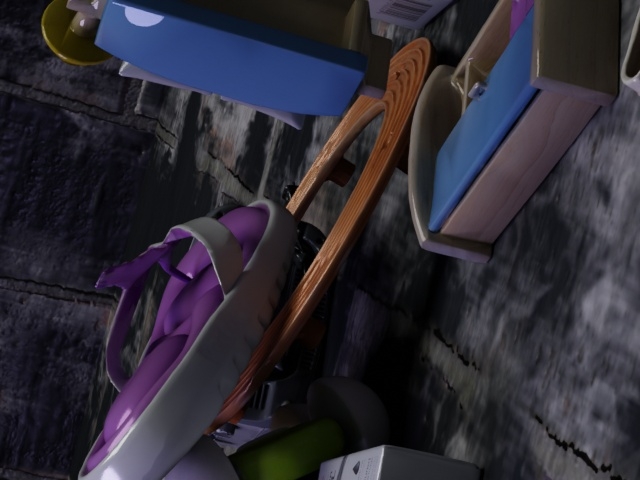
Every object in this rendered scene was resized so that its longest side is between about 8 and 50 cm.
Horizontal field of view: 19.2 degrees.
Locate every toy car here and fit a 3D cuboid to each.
[{"bbox_3d":[-0.027,0.184,1.298,0.136,0.159,0.182,64,154,9],"label":"toy car"}]

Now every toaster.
[{"bbox_3d":[-0.070,0.072,1.618,0.146,0.129,0.227,123,159,-65],"label":"toaster"}]

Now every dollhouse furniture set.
[{"bbox_3d":[-0.001,-0.164,1.115,0.198,0.303,0.286,123,158,-56],"label":"dollhouse furniture set"}]

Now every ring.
[{"bbox_3d":[0.000,0.000,1.399,0.336,0.032,0.336,-56,10,15],"label":"ring"}]

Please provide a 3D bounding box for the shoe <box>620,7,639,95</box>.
[{"bbox_3d":[0.183,-0.159,0.836,0.076,0.058,0.219,173,110,-78],"label":"shoe"}]

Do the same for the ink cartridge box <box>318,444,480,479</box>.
[{"bbox_3d":[0.036,0.186,1.130,0.150,0.063,0.109,143,139,-72],"label":"ink cartridge box"}]

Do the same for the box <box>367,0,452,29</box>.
[{"bbox_3d":[0.051,-0.224,1.440,0.101,0.102,0.087,150,135,-76],"label":"box"}]

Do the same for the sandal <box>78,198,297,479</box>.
[{"bbox_3d":[-0.105,0.045,1.338,0.169,0.102,0.416,-47,10,15],"label":"sandal"}]
